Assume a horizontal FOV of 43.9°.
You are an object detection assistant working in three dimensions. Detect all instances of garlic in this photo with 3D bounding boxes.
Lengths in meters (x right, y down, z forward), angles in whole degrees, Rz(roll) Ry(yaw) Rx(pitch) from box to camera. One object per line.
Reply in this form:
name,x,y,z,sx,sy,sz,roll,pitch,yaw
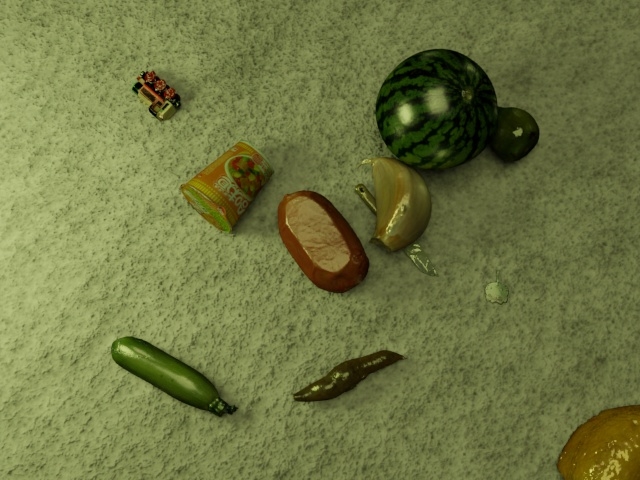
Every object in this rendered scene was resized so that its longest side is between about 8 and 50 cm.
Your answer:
garlic,0.178,-0.098,1.874,0.164,0.145,0.245,-15,62,16

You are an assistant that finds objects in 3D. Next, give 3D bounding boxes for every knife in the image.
knife,0.186,-0.027,1.910,0.047,0.017,0.298,-33,75,-16

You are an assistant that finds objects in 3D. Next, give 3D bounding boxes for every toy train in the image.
toy train,-0.421,-0.371,2.018,0.138,0.050,0.087,41,84,13

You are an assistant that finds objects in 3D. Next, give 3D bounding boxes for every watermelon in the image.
watermelon,0.270,-0.300,1.843,0.285,0.285,0.285,-1,75,3

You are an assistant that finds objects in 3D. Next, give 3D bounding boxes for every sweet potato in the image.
sweet potato,0.066,0.306,1.804,0.274,0.067,0.067,-23,75,-5

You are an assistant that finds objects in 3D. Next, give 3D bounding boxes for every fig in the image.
fig,0.451,-0.271,1.913,0.123,0.123,0.156,-34,64,-6

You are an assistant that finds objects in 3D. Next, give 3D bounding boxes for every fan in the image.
fan,0.416,0.109,1.867,0.056,0.004,0.083,7,75,5

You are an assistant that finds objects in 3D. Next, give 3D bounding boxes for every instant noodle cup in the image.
instant noodle cup,-0.213,-0.138,1.897,0.168,0.168,0.185,38,73,12

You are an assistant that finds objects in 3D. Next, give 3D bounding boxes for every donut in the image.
donut,0.749,0.522,1.657,0.377,0.163,0.435,-41,76,-9

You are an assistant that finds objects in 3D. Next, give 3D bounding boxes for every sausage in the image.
sausage,0.000,0.000,1.848,0.153,0.141,0.268,-35,78,-7

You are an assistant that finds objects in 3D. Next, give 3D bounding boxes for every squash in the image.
squash,-0.338,0.312,1.813,0.331,0.087,0.087,29,78,8
